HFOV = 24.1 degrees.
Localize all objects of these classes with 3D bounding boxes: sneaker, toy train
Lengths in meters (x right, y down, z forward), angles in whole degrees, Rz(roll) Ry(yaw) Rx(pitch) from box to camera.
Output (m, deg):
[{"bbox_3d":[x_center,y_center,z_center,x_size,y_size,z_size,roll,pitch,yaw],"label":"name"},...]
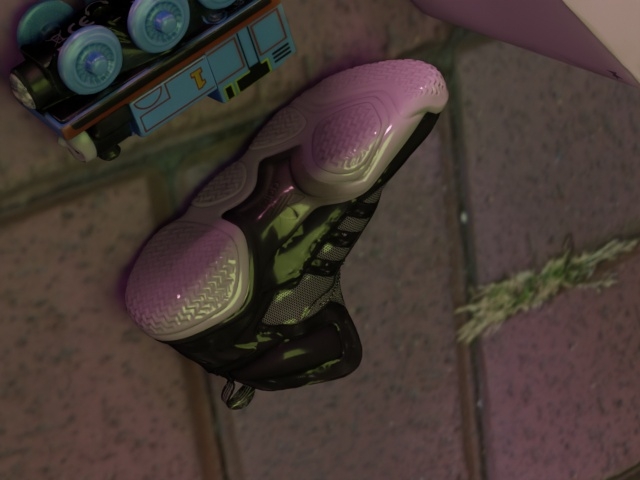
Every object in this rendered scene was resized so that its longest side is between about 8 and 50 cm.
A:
[{"bbox_3d":[0.000,0.000,1.049,0.268,0.101,0.153,-42,129,-8],"label":"sneaker"},{"bbox_3d":[-0.104,-0.120,0.932,0.184,0.080,0.105,-37,133,-19],"label":"toy train"}]

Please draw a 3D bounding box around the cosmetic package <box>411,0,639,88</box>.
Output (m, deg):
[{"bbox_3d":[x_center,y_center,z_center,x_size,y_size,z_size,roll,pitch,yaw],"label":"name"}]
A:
[{"bbox_3d":[0.159,-0.248,0.975,0.138,0.224,0.224,33,88,-41],"label":"cosmetic package"}]
